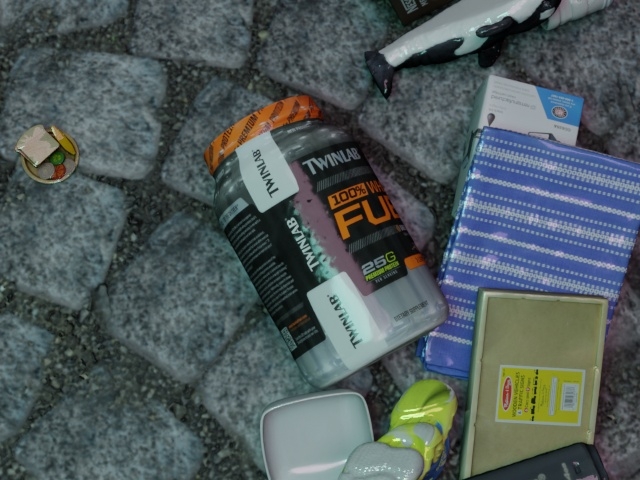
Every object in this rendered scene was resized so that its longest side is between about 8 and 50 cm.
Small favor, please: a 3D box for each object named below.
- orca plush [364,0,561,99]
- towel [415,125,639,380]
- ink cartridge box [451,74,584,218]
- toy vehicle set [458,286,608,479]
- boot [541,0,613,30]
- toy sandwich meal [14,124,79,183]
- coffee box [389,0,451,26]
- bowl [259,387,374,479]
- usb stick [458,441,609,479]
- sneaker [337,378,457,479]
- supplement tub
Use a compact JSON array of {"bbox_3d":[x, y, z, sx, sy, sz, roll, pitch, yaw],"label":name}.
[{"bbox_3d":[0.212,-0.269,1.546,0.287,0.151,0.102,-33,121,-2],"label":"orca plush"},{"bbox_3d":[0.281,0.037,1.462,0.243,0.040,0.335,14,99,-3],"label":"towel"},{"bbox_3d":[0.270,-0.113,1.527,0.140,0.082,0.190,13,77,-3],"label":"ink cartridge box"},{"bbox_3d":[0.276,0.198,1.447,0.166,0.035,0.266,5,95,-4],"label":"toy vehicle set"},{"bbox_3d":[0.311,-0.428,1.589,0.123,0.095,0.258,-26,79,-9],"label":"boot"},{"bbox_3d":[-0.367,-0.118,1.497,0.086,0.029,0.085,1,78,-5],"label":"toy sandwich meal"},{"bbox_3d":[0.188,-0.411,1.508,0.247,0.141,0.098,-27,69,10],"label":"coffee box"},{"bbox_3d":[-0.006,0.255,1.423,0.142,0.053,0.142,-11,107,-7],"label":"bowl"},{"bbox_3d":[0.223,0.325,1.404,0.278,0.045,0.077,-17,54,-2],"label":"usb stick"},{"bbox_3d":[0.105,0.288,1.389,0.091,0.126,0.240,17,44,33],"label":"sneaker"},{"bbox_3d":[0.000,0.000,1.416,0.207,0.207,0.338,-28,83,-10],"label":"supplement tub"}]
